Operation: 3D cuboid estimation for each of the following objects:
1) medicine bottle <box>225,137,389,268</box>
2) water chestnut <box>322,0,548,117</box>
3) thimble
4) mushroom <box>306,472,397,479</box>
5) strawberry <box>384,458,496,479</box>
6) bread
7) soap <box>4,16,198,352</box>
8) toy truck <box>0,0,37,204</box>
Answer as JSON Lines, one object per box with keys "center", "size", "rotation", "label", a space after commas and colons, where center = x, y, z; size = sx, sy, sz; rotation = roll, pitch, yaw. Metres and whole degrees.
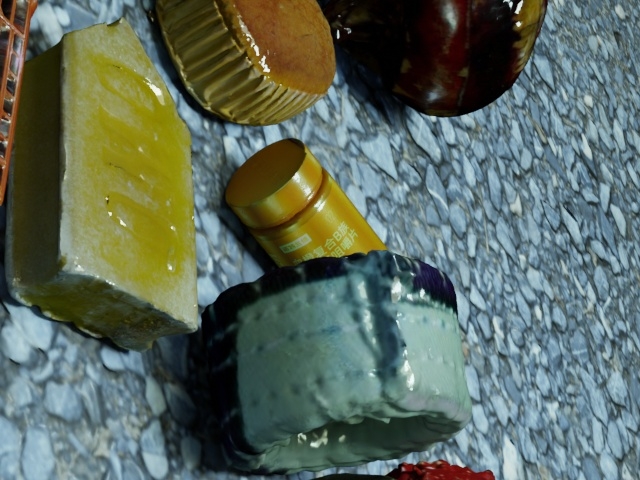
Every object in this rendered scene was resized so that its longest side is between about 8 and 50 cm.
{"center": [0.000, 0.000, 1.501], "size": [0.192, 0.096, 0.096], "rotation": [52, 32, -30], "label": "medicine bottle"}
{"center": [0.116, -0.275, 1.773], "size": [0.300, 0.300, 0.300], "rotation": [39, 40, -43], "label": "water chestnut"}
{"center": [0.019, 0.106, 1.318], "size": [0.237, 0.237, 0.150], "rotation": [18, 57, -55], "label": "thimble"}
{"center": [-0.035, 0.291, 1.111], "size": [0.267, 0.189, 0.164], "rotation": [-36, 113, -29], "label": "mushroom"}
{"center": [0.076, 0.274, 1.346], "size": [0.184, 0.201, 0.187], "rotation": [67, 33, -64], "label": "strawberry"}
{"center": [-0.067, -0.205, 1.518], "size": [0.199, 0.104, 0.199], "rotation": [40, 38, -40], "label": "bread"}
{"center": [-0.175, -0.056, 1.252], "size": [0.160, 0.080, 0.258], "rotation": [31, 46, -49], "label": "soap"}
{"center": [-0.273, -0.135, 1.108], "size": [0.114, 0.107, 0.253], "rotation": [40, 41, -43], "label": "toy truck"}
